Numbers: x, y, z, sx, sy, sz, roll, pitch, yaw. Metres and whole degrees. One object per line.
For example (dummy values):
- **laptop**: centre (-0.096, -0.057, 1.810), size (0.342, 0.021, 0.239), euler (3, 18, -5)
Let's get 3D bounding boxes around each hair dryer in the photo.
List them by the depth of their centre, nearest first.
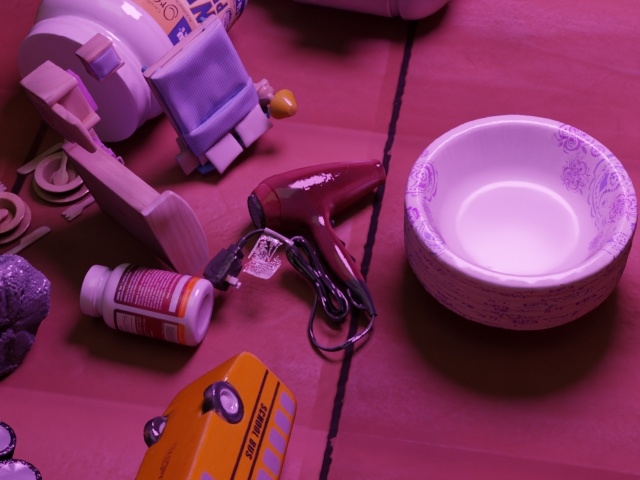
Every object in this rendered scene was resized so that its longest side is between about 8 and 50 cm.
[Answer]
- **hair dryer**: centre (0.000, 0.000, 1.605), size (0.224, 0.080, 0.293), euler (27, 62, 4)

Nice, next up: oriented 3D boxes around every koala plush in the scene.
- **koala plush**: centre (-0.467, 0.062, 1.487), size (0.221, 0.196, 0.203), euler (33, 47, 25)

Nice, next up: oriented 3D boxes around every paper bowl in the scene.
- **paper bowl**: centre (0.245, -0.011, 1.541), size (0.284, 0.148, 0.284), euler (0, 51, 0)

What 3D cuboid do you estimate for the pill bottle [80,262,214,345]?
- **pill bottle**: centre (-0.216, 0.076, 1.521), size (0.152, 0.086, 0.086), euler (12, 52, 10)

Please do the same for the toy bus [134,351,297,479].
- **toy bus**: centre (-0.121, 0.255, 1.271), size (0.108, 0.130, 0.332), euler (-32, 21, 25)

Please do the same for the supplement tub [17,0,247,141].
- **supplement tub**: centre (-0.264, -0.314, 1.749), size (0.228, 0.228, 0.316), euler (19, 54, 16)

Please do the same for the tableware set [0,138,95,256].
- **tableware set**: centre (-0.396, -0.065, 1.670), size (0.194, 0.039, 0.128), euler (-37, 59, -25)

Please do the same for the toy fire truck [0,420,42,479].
- **toy fire truck**: centre (-0.398, 0.300, 1.243), size (0.246, 0.158, 0.217), euler (-12, 47, -39)

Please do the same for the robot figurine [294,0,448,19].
- **robot figurine**: centre (0.072, -0.449, 1.869), size (0.354, 0.199, 0.300), euler (12, 38, 11)

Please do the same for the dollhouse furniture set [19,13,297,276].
- **dollhouse furniture set**: centre (-0.159, -0.160, 1.566), size (0.303, 0.286, 0.198), euler (-43, 51, -16)
